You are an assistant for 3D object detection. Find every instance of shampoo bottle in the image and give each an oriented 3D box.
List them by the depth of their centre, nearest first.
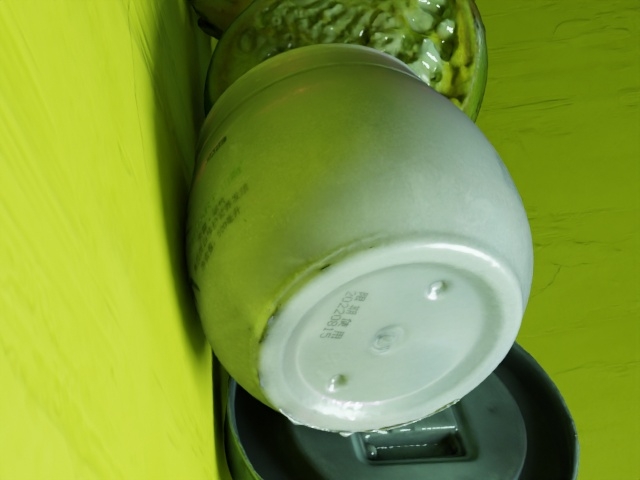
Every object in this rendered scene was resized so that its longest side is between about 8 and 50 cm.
[{"bbox_3d":[0.023,-0.006,0.865,0.266,0.273,0.273,-111,-170,-48],"label":"shampoo bottle"}]

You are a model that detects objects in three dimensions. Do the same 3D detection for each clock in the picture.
[{"bbox_3d":[0.071,0.173,0.957,0.325,0.325,0.067,-97,-163,-48],"label":"clock"}]

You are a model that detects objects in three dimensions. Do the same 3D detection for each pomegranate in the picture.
[{"bbox_3d":[0.010,-0.171,1.144,0.358,0.310,0.216,40,-8,29],"label":"pomegranate"}]
